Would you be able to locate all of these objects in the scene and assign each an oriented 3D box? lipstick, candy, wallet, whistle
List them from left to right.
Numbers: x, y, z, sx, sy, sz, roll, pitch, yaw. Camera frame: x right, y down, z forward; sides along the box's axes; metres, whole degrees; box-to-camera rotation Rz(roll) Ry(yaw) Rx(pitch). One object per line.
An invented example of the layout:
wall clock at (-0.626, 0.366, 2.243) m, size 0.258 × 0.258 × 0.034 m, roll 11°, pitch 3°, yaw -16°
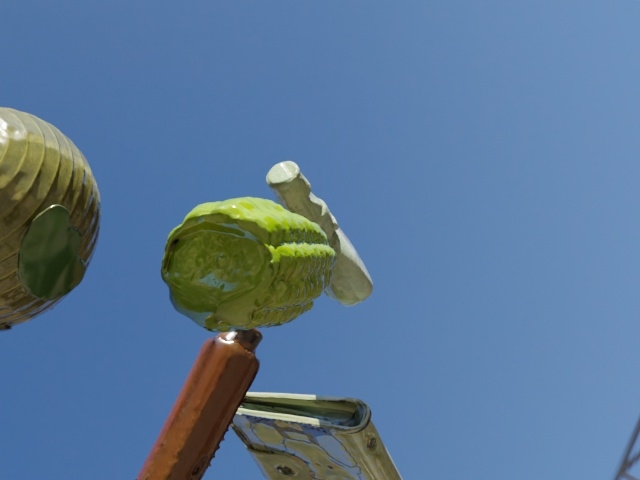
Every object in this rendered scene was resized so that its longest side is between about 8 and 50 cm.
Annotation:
lipstick at (-0.171, 0.273, 1.074) m, size 0.077 × 0.077 × 0.418 m, roll 46°, pitch -116°, yaw -43°
candy at (-0.039, 0.017, 0.761) m, size 0.209 × 0.097 × 0.096 m, roll -3°, pitch -70°, yaw -72°
whistle at (0.000, 0.000, 1.318) m, size 0.067 × 0.126 × 0.258 m, roll -31°, pitch -46°, yaw 0°
wallet at (0.009, 0.308, 1.419) m, size 0.077 × 0.223 × 0.309 m, roll -64°, pitch -34°, yaw -32°

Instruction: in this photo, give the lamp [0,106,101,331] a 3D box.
lamp at (-0.357, -0.012, 1.137) m, size 0.250 × 0.250 × 0.284 m, roll -49°, pitch -32°, yaw -18°
